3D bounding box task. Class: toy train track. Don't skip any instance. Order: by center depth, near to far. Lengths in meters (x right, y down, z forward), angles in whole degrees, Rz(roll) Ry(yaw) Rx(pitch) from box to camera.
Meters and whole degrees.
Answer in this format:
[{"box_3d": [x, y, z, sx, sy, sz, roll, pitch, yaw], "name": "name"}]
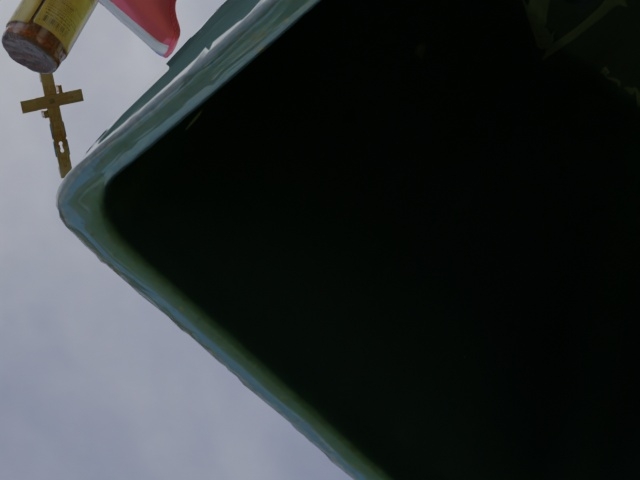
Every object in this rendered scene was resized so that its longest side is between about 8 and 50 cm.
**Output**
[{"box_3d": [-0.202, -0.089, 1.403, 0.048, 0.014, 0.083, -13, -80, -16], "name": "toy train track"}]

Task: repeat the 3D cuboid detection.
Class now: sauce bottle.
[{"box_3d": [-0.147, -0.160, 1.111, 0.042, 0.042, 0.128, 43, -119, -28], "name": "sauce bottle"}]

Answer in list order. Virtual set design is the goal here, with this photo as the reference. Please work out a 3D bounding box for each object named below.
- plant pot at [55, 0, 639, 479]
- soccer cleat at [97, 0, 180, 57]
[{"box_3d": [0.105, -0.063, 0.654, 0.247, 0.248, 0.252, 42, -143, -15], "name": "plant pot"}, {"box_3d": [-0.010, -0.185, 0.893, 0.248, 0.083, 0.095, -34, -91, -15], "name": "soccer cleat"}]
